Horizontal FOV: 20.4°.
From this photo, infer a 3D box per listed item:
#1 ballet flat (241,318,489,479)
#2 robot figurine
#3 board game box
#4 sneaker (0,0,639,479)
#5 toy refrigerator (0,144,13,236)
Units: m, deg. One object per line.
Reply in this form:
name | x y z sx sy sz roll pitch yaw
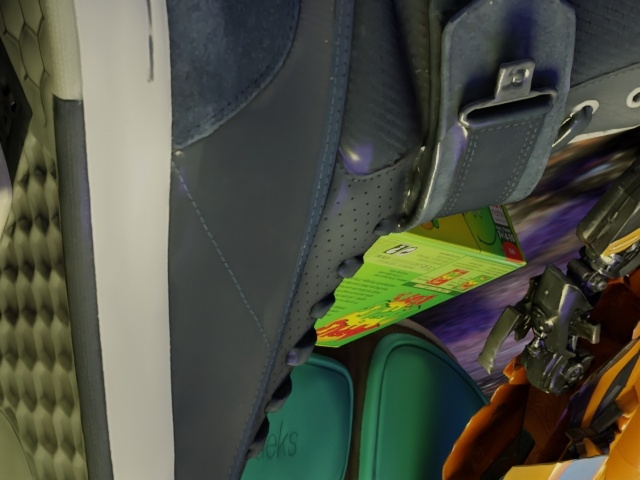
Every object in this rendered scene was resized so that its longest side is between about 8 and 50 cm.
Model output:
ballet flat | -0.025 0.092 0.850 0.139 0.139 0.400 -24 161 18
robot figurine | 0.153 0.070 0.833 0.211 0.085 0.291 -9 134 -45
board game box | 0.000 0.000 0.658 0.092 0.043 0.181 -25 165 21
sneaker | 0.001 0.005 0.421 0.163 0.086 0.226 -15 125 -31
toy refrigerator | -0.146 0.015 0.419 0.102 0.094 0.269 -13 164 -22
